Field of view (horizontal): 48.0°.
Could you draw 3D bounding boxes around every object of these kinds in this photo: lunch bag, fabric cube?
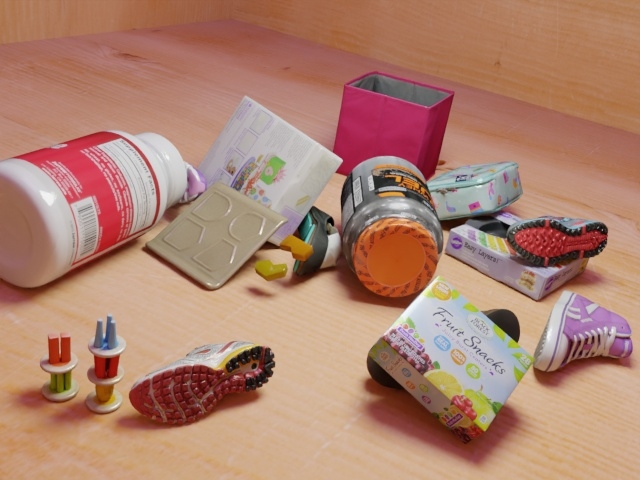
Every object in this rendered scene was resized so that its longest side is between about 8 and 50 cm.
[{"bbox_3d":[0.378,-0.130,1.854,0.224,0.107,0.279,-2,13,37],"label":"lunch bag"},{"bbox_3d":[0.203,-0.312,2.050,0.259,0.258,0.254,20,29,18],"label":"fabric cube"}]

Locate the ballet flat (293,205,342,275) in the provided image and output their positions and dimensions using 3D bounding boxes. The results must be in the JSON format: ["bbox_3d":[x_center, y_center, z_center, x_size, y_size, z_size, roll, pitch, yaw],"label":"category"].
[{"bbox_3d":[0.000,0.000,1.545,0.096,0.095,0.280,20,25,-8],"label":"ballet flat"}]

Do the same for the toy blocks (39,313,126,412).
[{"bbox_3d":[-0.339,0.164,1.025,0.123,0.148,0.054,13,26,5],"label":"toy blocks"}]

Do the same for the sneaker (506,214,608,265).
[{"bbox_3d":[0.509,-0.004,1.609,0.262,0.104,0.125,2,10,-26],"label":"sneaker"}]

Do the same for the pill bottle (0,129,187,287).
[{"bbox_3d":[-0.449,-0.084,1.392,0.229,0.228,0.408,20,28,20],"label":"pill bottle"}]

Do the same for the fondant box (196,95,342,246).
[{"bbox_3d":[-0.132,-0.165,1.647,0.096,0.238,0.330,29,8,-43],"label":"fondant box"}]

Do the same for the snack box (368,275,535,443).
[{"bbox_3d":[0.209,0.184,1.142,0.207,0.070,0.174,43,53,10],"label":"snack box"}]

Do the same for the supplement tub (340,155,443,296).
[{"bbox_3d":[0.147,-0.033,1.529,0.207,0.207,0.338,8,27,-4],"label":"supplement tub"}]

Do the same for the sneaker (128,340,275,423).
[{"bbox_3d":[-0.183,0.210,1.088,0.225,0.088,0.093,-11,13,-36],"label":"sneaker"}]

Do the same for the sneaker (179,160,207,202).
[{"bbox_3d":[-0.312,-0.130,1.648,0.105,0.095,0.236,8,0,-38],"label":"sneaker"}]

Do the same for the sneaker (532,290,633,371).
[{"bbox_3d":[0.503,0.183,1.348,0.161,0.102,0.282,25,30,21],"label":"sneaker"}]

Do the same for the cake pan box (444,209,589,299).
[{"bbox_3d":[0.460,0.024,1.685,0.267,0.070,0.246,31,31,35],"label":"cake pan box"}]

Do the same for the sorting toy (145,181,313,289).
[{"bbox_3d":[-0.176,0.008,1.452,0.307,0.041,0.229,29,59,32],"label":"sorting toy"}]

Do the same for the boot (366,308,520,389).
[{"bbox_3d":[0.199,0.189,1.264,0.306,0.112,0.115,-11,2,-27],"label":"boot"}]
